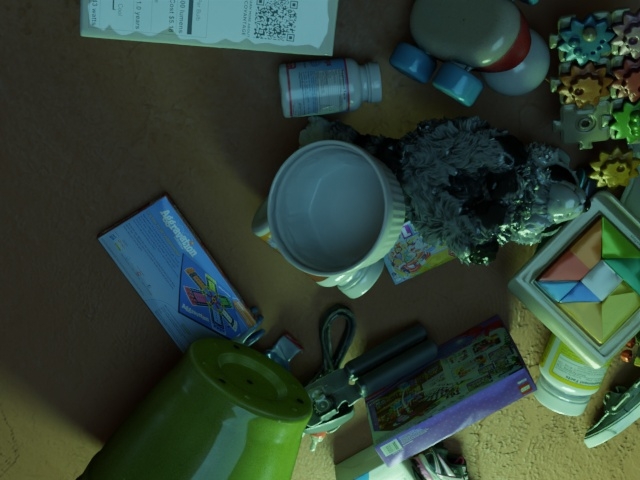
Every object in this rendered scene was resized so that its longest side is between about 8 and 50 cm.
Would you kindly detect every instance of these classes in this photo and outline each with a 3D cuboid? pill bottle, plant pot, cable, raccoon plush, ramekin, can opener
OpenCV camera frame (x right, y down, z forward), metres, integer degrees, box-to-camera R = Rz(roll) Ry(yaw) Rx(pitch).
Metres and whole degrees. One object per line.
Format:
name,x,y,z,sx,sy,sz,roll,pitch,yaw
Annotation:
pill bottle,0.000,0.000,1.803,0.216,0.121,0.121,38,105,-19
plant pot,-0.196,0.370,1.829,0.366,0.366,0.353,25,105,-15
pill bottle,0.015,-0.247,1.715,0.160,0.087,0.087,-6,114,-3
cable,0.014,0.260,1.947,0.139,0.072,0.287,21,110,-19
pill bottle,0.467,0.204,1.937,0.119,0.119,0.208,13,113,-11
raccoon plush,0.227,-0.133,1.773,0.446,0.299,0.216,35,111,21
ramekin,0.033,-0.048,1.646,0.207,0.109,0.207,0,90,28
can opener,0.080,0.254,1.926,0.283,0.076,0.095,-27,146,-11

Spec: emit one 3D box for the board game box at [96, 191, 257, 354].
board game box,-0.246,0.067,1.851,0.145,0.027,0.281,-30,108,10

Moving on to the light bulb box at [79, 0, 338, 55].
light bulb box,-0.149,-0.469,1.527,0.361,0.225,0.358,4,113,-8

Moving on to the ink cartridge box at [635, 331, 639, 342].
ink cartridge box,0.690,0.197,1.985,0.209,0.062,0.109,37,106,-19

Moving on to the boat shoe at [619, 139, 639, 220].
boat shoe,0.577,-0.109,1.815,0.096,0.116,0.324,-28,120,-39

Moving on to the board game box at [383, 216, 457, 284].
board game box,0.179,0.001,1.872,0.154,0.026,0.103,-25,113,6

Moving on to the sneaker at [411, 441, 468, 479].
sneaker,0.260,0.458,2.060,0.077,0.072,0.178,-43,117,2

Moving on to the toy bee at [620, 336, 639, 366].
toy bee,0.625,0.200,1.884,0.298,0.162,0.195,41,74,-33

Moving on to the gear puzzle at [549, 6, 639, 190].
gear puzzle,0.454,-0.208,1.684,0.175,0.044,0.339,-6,130,8

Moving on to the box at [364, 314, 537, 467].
box,0.221,0.263,1.897,0.293,0.201,0.057,-29,112,8

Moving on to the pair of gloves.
pair of gloves,-0.129,0.206,1.938,0.198,0.023,0.159,37,107,-17

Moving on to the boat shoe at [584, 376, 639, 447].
boat shoe,0.576,0.308,2.025,0.219,0.078,0.070,-44,78,21

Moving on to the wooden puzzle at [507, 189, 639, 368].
wooden puzzle,0.474,0.070,1.813,0.221,0.044,0.239,43,101,-2

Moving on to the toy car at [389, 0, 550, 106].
toy car,0.273,-0.304,1.689,0.238,0.210,0.219,27,96,-45

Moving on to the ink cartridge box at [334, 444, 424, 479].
ink cartridge box,0.143,0.504,2.062,0.134,0.078,0.231,-30,113,9

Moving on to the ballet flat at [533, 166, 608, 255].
ballet flat,0.442,-0.029,1.861,0.074,0.074,0.203,19,109,-13
